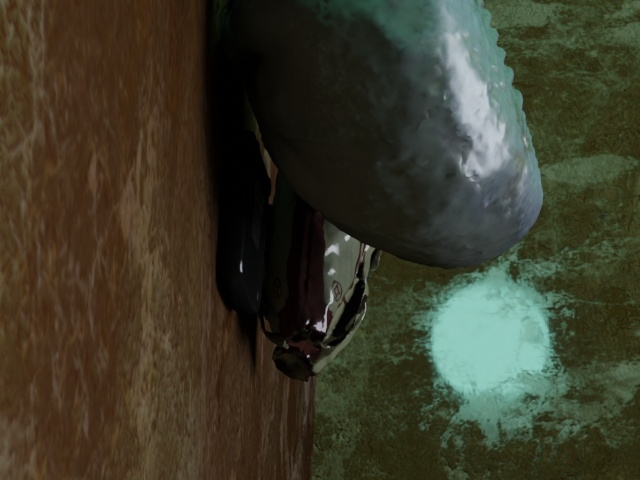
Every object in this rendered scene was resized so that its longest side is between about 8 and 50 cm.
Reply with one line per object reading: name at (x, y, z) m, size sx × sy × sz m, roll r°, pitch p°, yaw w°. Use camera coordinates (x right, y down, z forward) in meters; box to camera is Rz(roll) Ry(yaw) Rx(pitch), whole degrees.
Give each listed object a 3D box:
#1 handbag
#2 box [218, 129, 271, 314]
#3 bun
handbag at (0.000, 0.000, 1.146) m, size 0.213 × 0.127 × 0.235 m, roll 89°, pitch 5°, yaw -70°
box at (-0.058, -0.010, 0.951) m, size 0.126 × 0.027 × 0.125 m, roll 81°, pitch 11°, yaw -75°
bun at (0.045, -0.124, 0.947) m, size 0.354 × 0.194 × 0.354 m, roll -19°, pitch 90°, yaw -76°
